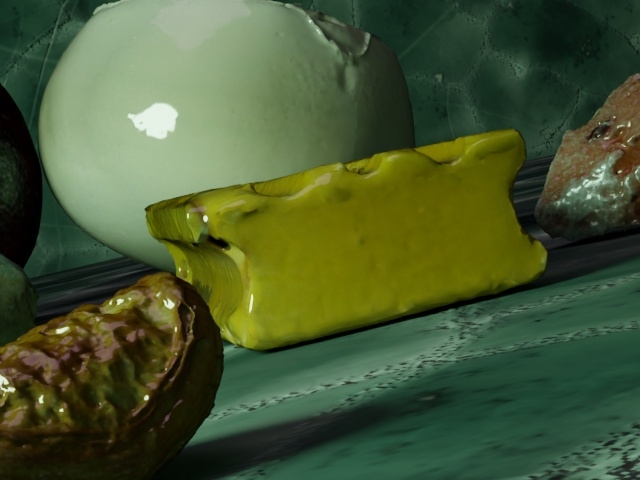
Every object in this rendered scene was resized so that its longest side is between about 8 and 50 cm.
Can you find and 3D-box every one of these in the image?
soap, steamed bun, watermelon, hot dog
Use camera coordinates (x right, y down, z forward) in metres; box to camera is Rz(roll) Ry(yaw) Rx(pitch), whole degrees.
[{"bbox_3d":[0.000,0.000,1.119,0.204,0.096,0.324,-13,2,-11],"label":"soap"},{"bbox_3d":[-0.078,-0.069,1.423,0.324,0.206,0.324,7,-11,1],"label":"steamed bun"},{"bbox_3d":[0.262,-0.069,1.206,0.241,0.154,0.094,-26,-3,23],"label":"watermelon"},{"bbox_3d":[-0.101,0.064,0.618,0.147,0.065,0.099,-28,11,-33],"label":"hot dog"}]

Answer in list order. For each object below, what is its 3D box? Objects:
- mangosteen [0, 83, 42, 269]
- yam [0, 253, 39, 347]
[{"bbox_3d":[-0.395,-0.049,1.381,0.306,0.306,0.359,-11,-38,27],"label":"mangosteen"},{"bbox_3d":[-0.283,0.068,0.962,0.106,0.106,0.259,-10,1,43],"label":"yam"}]
